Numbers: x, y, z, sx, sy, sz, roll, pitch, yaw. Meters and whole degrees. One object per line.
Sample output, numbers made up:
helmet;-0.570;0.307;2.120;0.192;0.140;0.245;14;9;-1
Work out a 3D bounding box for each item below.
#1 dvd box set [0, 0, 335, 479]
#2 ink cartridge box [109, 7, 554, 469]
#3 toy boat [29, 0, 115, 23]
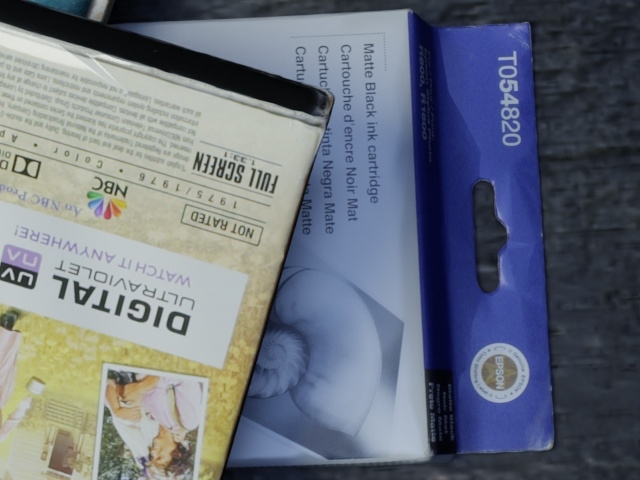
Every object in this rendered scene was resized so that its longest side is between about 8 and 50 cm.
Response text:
dvd box set;-0.194;0.093;0.829;0.307;0.062;0.420;16;107;2
ink cartridge box;0.000;0.000;0.917;0.224;0.045;0.223;-3;84;0
toy boat;-0.261;-0.134;0.875;0.318;0.148;0.267;30;97;7
